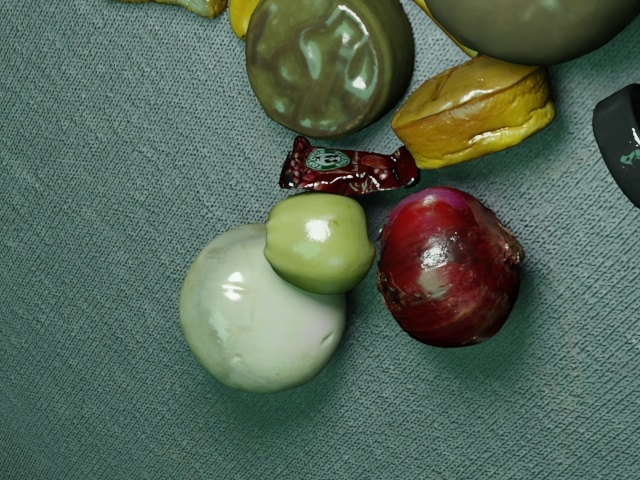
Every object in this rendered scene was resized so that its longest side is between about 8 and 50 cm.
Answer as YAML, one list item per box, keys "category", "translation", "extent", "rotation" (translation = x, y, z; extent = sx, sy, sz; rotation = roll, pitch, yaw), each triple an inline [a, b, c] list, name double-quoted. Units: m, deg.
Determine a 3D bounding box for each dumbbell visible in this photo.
- category: "dumbbell"
  translation: [0.582, -0.189, 1.711]
  extent: [0.322, 0.204, 0.203]
  rotation: [-31, 91, 33]

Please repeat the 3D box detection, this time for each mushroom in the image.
- category: "mushroom"
  translation: [-0.117, 0.153, 2.165]
  extent: [0.315, 0.315, 0.356]
  rotation: [32, 112, 15]

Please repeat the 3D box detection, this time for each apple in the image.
- category: "apple"
  translation: [0.000, 0.000, 2.017]
  extent: [0.200, 0.200, 0.200]
  rotation: [10, 112, 25]

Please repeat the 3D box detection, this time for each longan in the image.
- category: "longan"
  translation: [0.322, -0.444, 1.689]
  extent: [0.405, 0.336, 0.404]
  rotation: [-19, 61, 39]

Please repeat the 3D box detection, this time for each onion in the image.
- category: "onion"
  translation: [0.215, 0.043, 1.959]
  extent: [0.276, 0.276, 0.276]
  rotation: [10, 112, 25]

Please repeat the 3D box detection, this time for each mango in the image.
- category: "mango"
  translation: [-0.114, -0.446, 2.070]
  extent: [0.098, 0.075, 0.190]
  rotation: [52, 132, 39]

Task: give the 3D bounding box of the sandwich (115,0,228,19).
- category: "sandwich"
  translation: [-0.291, -0.528, 2.131]
  extent: [0.251, 0.087, 0.226]
  rotation: [12, 112, 24]

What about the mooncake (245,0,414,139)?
- category: "mooncake"
  translation: [0.011, -0.317, 2.005]
  extent: [0.285, 0.155, 0.284]
  rotation: [9, 111, 24]

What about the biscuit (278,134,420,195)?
- category: "biscuit"
  translation: [0.053, -0.125, 2.004]
  extent: [0.235, 0.151, 0.063]
  rotation: [4, 116, 4]

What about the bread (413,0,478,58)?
- category: "bread"
  translation: [0.186, -0.387, 1.881]
  extent: [0.049, 0.088, 0.226]
  rotation: [-34, 133, 22]

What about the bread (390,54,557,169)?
- category: "bread"
  translation: [0.246, -0.215, 1.892]
  extent: [0.270, 0.195, 0.142]
  rotation: [-17, 106, 29]
